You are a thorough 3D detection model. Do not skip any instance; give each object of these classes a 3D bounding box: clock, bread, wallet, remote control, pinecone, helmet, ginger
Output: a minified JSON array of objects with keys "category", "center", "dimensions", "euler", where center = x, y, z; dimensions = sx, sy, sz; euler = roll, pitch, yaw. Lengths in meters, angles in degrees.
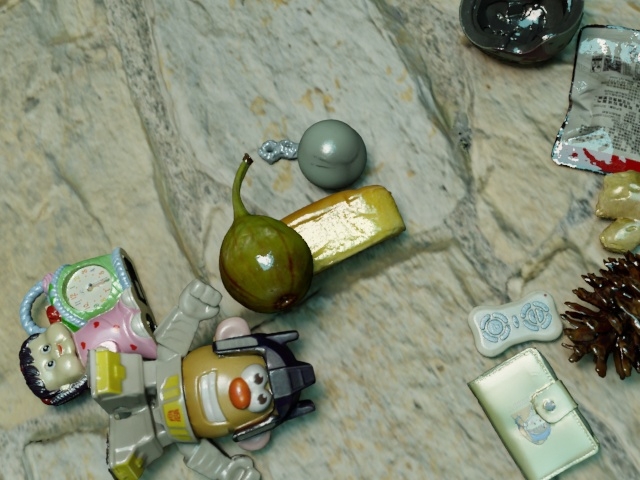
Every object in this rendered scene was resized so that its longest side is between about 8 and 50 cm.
[{"category":"clock","center":[-0.346,0.124,1.063],"dimensions":[0.196,0.100,0.194],"euler":[-27,67,-3]},{"category":"bread","center":[0.000,0.000,1.049],"dimensions":[0.246,0.102,0.094],"euler":[-27,77,2]},{"category":"wallet","center":[0.281,0.228,0.963],"dimensions":[0.110,0.039,0.155],"euler":[-33,72,9]},{"category":"remote control","center":[0.268,0.114,1.006],"dimensions":[0.122,0.032,0.074],"euler":[-17,71,2]},{"category":"pinecone","center":[0.387,0.104,0.934],"dimensions":[0.165,0.163,0.163],"euler":[-39,70,18]},{"category":"helmet","center":[0.310,-0.332,1.102],"dimensions":[0.177,0.107,0.153],"euler":[8,77,31]},{"category":"ginger","center":[0.531,-0.045,0.998],"dimensions":[0.299,0.065,0.118],"euler":[-2,86,9]}]

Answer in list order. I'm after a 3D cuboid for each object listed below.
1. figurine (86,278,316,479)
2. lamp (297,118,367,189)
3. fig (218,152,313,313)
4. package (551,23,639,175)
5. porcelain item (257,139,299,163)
[{"category":"figurine","center":[-0.152,0.201,0.977],"dimensions":[0.309,0.308,0.143],"euler":[-28,28,-1]},{"category":"lamp","center":[0.017,-0.127,1.080],"dimensions":[0.105,0.105,0.105],"euler":[-2,73,8]},{"category":"fig","center":[-0.086,-0.018,0.961],"dimensions":[0.124,0.124,0.236],"euler":[-20,65,2]},{"category":"package","center":[0.440,-0.207,1.079],"dimensions":[0.154,0.030,0.239],"euler":[15,76,11]},{"category":"porcelain item","center":[-0.057,-0.142,1.135],"dimensions":[0.083,0.028,0.036],"euler":[-6,75,8]}]
